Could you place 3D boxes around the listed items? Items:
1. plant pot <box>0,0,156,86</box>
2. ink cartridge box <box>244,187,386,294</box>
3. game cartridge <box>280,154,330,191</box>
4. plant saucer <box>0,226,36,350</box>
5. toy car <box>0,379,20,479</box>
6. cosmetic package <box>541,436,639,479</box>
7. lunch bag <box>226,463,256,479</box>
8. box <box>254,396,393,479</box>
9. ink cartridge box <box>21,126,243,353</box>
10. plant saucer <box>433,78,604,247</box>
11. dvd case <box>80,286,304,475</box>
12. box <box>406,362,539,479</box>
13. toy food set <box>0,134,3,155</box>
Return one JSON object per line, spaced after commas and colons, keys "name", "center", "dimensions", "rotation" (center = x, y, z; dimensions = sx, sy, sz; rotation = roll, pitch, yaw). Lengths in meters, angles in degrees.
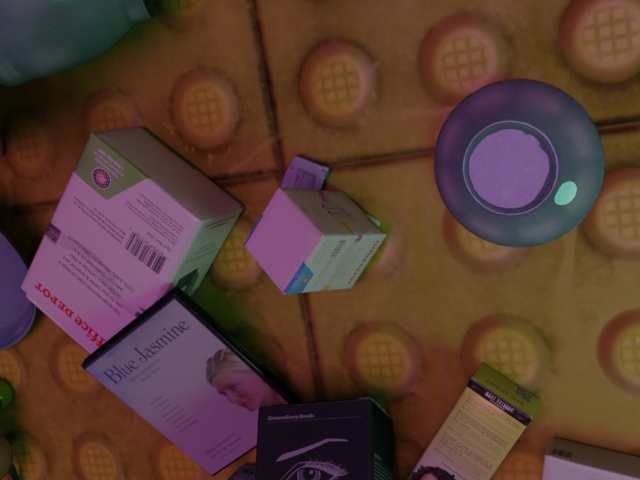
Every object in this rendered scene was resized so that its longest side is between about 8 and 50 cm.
{"name": "plant pot", "center": [-0.313, -0.346, 1.012], "dimensions": [0.197, 0.293, 0.292], "rotation": [-7, 100, -1]}
{"name": "ink cartridge box", "center": [0.000, 0.000, 1.004], "dimensions": [0.090, 0.143, 0.092], "rotation": [47, 118, 28]}
{"name": "game cartridge", "center": [-0.024, -0.065, 1.063], "dimensions": [0.056, 0.017, 0.083], "rotation": [23, 110, 15]}
{"name": "plant saucer", "center": [-0.582, 0.044, 1.277], "dimensions": [0.318, 0.043, 0.317], "rotation": [6, 125, 8]}
{"name": "toy car", "center": [-0.561, 0.349, 1.344], "dimensions": [0.149, 0.155, 0.188], "rotation": [-16, 107, 27]}
{"name": "cosmetic package", "center": [0.373, 0.303, 0.933], "dimensions": [0.239, 0.060, 0.098], "rotation": [10, 104, 23]}
{"name": "lunch bag", "center": [-0.044, 0.420, 1.143], "dimensions": [0.219, 0.090, 0.175], "rotation": [10, 108, 24]}
{"name": "box", "center": [0.006, 0.309, 1.018], "dimensions": [0.153, 0.108, 0.207], "rotation": [-7, 62, 18]}
{"name": "ink cartridge box", "center": [-0.263, 0.012, 1.136], "dimensions": [0.198, 0.115, 0.272], "rotation": [38, 115, 13]}
{"name": "plant saucer", "center": [0.217, -0.083, 0.934], "dimensions": [0.195, 0.037, 0.194], "rotation": [5, 103, 23]}
{"name": "dvd case", "center": [-0.168, 0.196, 1.114], "dimensions": [0.180, 0.022, 0.253], "rotation": [-37, 110, 19]}
{"name": "box", "center": [0.173, 0.271, 1.022], "dimensions": [0.087, 0.058, 0.232], "rotation": [32, 112, 16]}
{"name": "toy food set", "center": [-0.465, -0.220, 1.112], "dimensions": [0.093, 0.306, 0.219], "rotation": [-13, 99, -17]}
